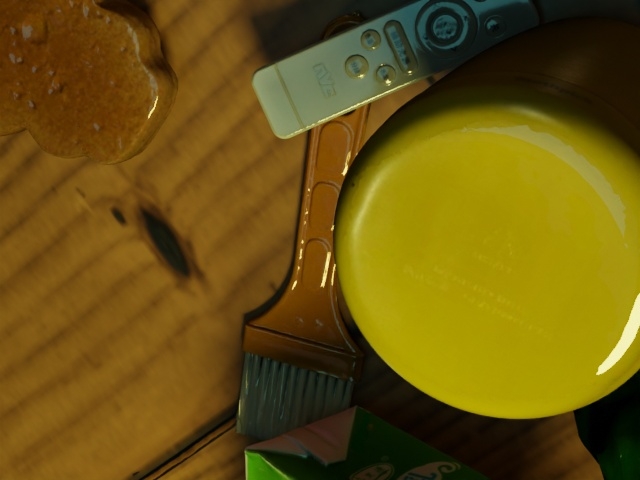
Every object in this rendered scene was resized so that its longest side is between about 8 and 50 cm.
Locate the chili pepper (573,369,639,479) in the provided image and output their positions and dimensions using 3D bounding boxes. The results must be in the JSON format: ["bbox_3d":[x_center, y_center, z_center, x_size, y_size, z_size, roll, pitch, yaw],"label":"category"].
[{"bbox_3d":[0.255,0.139,0.908,0.165,0.174,0.261,-38,123,6],"label":"chili pepper"}]

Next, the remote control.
[{"bbox_3d":[0.047,-0.121,0.968,0.184,0.027,0.050,-22,99,12],"label":"remote control"}]

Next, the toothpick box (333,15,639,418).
[{"bbox_3d":[0.129,-0.031,0.845,0.175,0.271,0.175,8,112,19],"label":"toothpick box"}]

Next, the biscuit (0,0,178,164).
[{"bbox_3d":[-0.226,-0.164,1.048,0.295,0.044,0.186,41,117,5],"label":"biscuit"}]

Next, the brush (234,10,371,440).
[{"bbox_3d":[0.000,0.000,1.033,0.090,0.017,0.314,14,108,15],"label":"brush"}]

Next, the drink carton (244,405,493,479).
[{"bbox_3d":[0.070,0.231,0.953,0.271,0.108,0.161,24,122,48],"label":"drink carton"}]
